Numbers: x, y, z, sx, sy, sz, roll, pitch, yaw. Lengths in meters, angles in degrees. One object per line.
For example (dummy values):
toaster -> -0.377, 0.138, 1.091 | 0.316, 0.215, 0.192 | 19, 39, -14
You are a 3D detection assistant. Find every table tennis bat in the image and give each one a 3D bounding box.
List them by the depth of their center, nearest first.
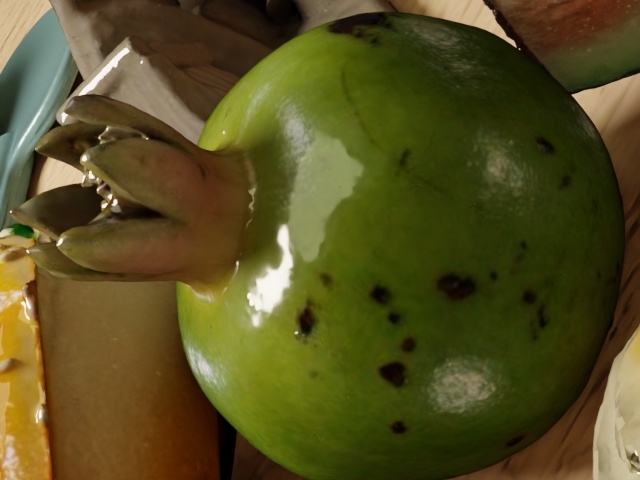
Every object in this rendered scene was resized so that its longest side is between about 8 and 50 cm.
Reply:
table tennis bat -> -0.223, -0.080, 1.155 | 0.149, 0.038, 0.237 | -36, 35, 38

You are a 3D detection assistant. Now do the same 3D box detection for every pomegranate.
pomegranate -> 0.001, 0.000, 0.586 | 0.187, 0.225, 0.187 | -29, 56, 55

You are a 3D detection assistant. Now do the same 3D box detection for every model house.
model house -> -0.061, -0.105, 0.824 | 0.122, 0.188, 0.229 | -63, 27, 26

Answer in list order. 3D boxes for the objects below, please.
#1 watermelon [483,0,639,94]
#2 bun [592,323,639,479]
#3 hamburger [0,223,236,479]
watermelon -> 0.134, -0.172, 0.560 | 0.318, 0.226, 0.148 | -44, 53, 56
bun -> 0.169, 0.047, 0.384 | 0.287, 0.146, 0.287 | -34, 38, 32
hamburger -> -0.111, 0.102, 0.691 | 0.237, 0.147, 0.236 | -179, 90, -88
